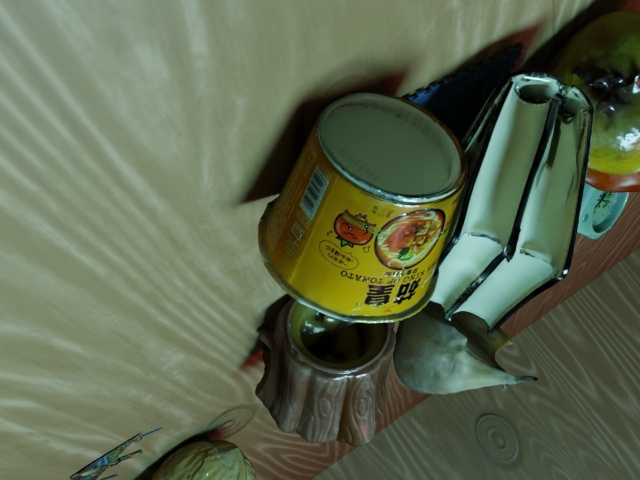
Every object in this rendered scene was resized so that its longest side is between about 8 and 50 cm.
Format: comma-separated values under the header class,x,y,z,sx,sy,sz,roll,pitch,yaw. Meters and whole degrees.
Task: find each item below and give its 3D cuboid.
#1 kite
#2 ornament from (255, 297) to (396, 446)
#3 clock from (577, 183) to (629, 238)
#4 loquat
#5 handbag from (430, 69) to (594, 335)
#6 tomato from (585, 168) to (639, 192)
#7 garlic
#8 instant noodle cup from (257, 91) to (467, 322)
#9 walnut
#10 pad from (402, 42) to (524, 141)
class,x,y,z,sx,sy,sz,roll,pitch,yaw
kite,-0.356,0.378,1.630,0.183,0.010,0.160,-47,159,29
ornament,0.022,0.184,1.522,0.221,0.235,0.218,-35,157,-26
clock,0.536,-0.081,1.878,0.211,0.066,0.159,24,96,-54
loquat,0.388,-0.189,1.258,0.213,0.213,0.213,-32,161,-12
handbag,0.219,-0.039,1.259,0.358,0.160,0.237,107,3,-72
tomato,0.486,-0.171,1.504,0.232,0.189,0.232,-31,158,-14
garlic,0.207,0.156,1.464,0.196,0.151,0.338,0,-178,5
instant noodle cup,0.053,-0.043,1.047,0.215,0.216,0.172,-22,148,-35
walnut,-0.230,0.480,1.833,0.245,0.198,0.198,-50,160,7
pad,0.123,-0.125,1.252,0.269,0.012,0.270,-28,160,-22
